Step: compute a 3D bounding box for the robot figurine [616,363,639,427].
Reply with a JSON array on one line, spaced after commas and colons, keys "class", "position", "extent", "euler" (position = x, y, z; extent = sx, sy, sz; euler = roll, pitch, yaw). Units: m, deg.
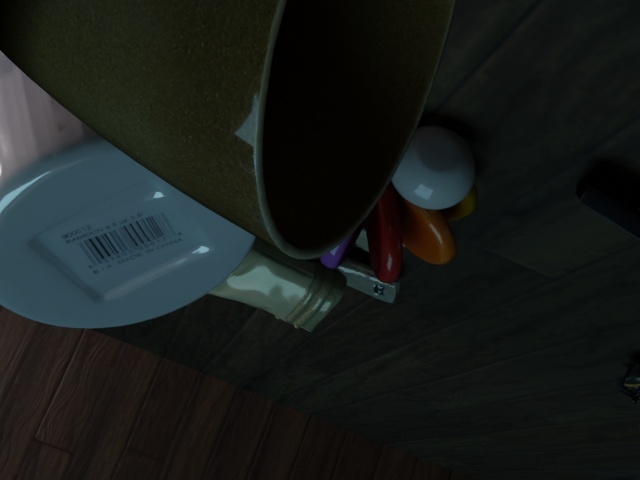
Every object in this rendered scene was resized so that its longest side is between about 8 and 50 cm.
[{"class": "robot figurine", "position": [0.513, 0.243, 1.089], "extent": [0.211, 0.085, 0.291], "euler": [4, 155, 36]}]

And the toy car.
[{"class": "toy car", "position": [0.044, -0.032, 0.743], "extent": [0.182, 0.136, 0.159], "euler": [19, 161, 3]}]

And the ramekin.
[{"class": "ramekin", "position": [-0.185, -0.042, 0.728], "extent": [0.277, 0.135, 0.277], "euler": [-15, 145, -11]}]

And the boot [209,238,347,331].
[{"class": "boot", "position": [-0.098, 0.050, 1.042], "extent": [0.204, 0.095, 0.262], "euler": [24, 156, -17]}]

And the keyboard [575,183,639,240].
[{"class": "keyboard", "position": [0.290, 0.007, 0.668], "extent": [0.180, 0.023, 0.108], "euler": [33, -166, 6]}]

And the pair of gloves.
[{"class": "pair of gloves", "position": [0.000, 0.000, 1.015], "extent": [0.204, 0.042, 0.240], "euler": [14, 159, 15]}]

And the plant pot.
[{"class": "plant pot", "position": [-0.078, -0.145, 0.467], "extent": [0.254, 0.237, 0.237], "euler": [22, 162, 19]}]
